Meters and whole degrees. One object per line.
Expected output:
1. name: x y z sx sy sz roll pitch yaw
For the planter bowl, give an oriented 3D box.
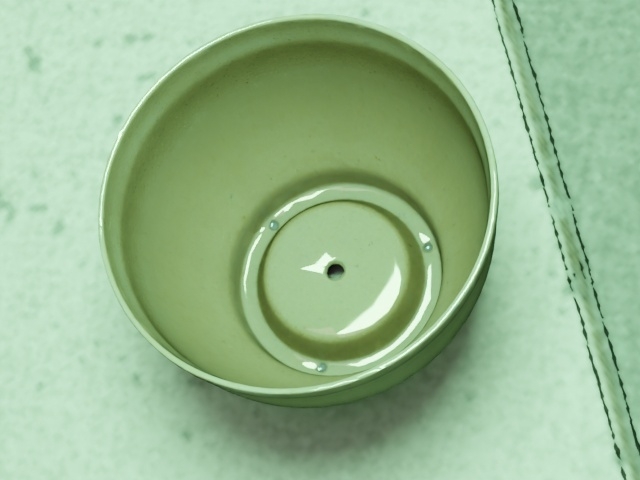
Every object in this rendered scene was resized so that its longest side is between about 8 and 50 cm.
1. planter bowl: 0.000 0.000 0.777 0.162 0.109 0.162 -4 70 11
